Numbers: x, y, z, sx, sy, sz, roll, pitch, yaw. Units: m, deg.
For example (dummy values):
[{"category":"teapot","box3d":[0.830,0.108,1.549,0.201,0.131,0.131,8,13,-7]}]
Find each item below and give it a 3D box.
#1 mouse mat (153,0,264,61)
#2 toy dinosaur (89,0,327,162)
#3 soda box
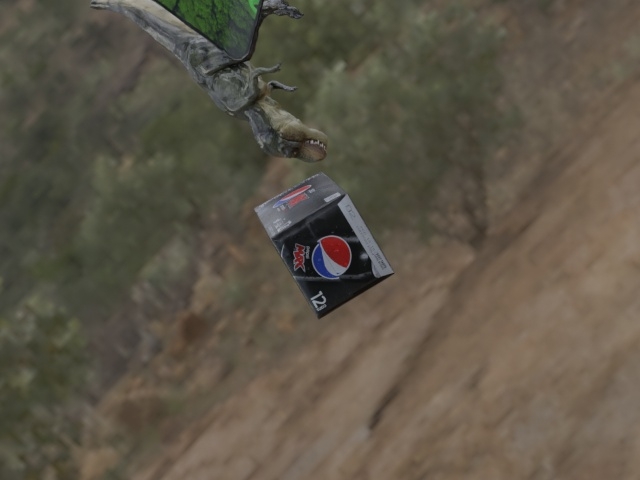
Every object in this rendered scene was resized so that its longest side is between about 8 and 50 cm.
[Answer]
[{"category":"mouse mat","box3d":[-0.098,-0.243,1.362,0.007,0.189,0.153,-12,-52,-43]},{"category":"toy dinosaur","box3d":[-0.084,-0.181,1.570,0.118,0.268,0.064,-54,-17,10]},{"category":"soda box","box3d":[0.000,0.000,1.084,0.053,0.060,0.169,-31,8,0]}]
